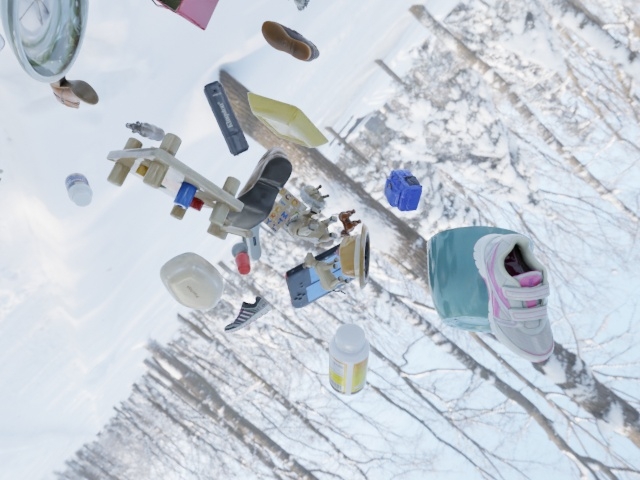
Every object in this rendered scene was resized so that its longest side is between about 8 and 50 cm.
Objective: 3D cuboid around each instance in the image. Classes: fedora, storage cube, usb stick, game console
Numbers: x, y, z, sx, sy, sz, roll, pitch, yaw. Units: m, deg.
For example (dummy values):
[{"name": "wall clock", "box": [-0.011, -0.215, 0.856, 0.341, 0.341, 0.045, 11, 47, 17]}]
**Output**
[{"name": "fedora", "box": [0.098, 0.045, 1.218, 0.194, 0.079, 0.195, 1, 90, -77]}, {"name": "storage cube", "box": [-0.435, -0.817, 1.327, 0.215, 0.183, 0.193, -58, 176, 15]}, {"name": "usb stick", "box": [-0.352, -0.453, 1.580, 0.077, 0.278, 0.045, -23, -172, 1]}, {"name": "game console", "box": [0.027, 0.149, 1.901, 0.386, 0.060, 0.342, -28, 153, -14]}]

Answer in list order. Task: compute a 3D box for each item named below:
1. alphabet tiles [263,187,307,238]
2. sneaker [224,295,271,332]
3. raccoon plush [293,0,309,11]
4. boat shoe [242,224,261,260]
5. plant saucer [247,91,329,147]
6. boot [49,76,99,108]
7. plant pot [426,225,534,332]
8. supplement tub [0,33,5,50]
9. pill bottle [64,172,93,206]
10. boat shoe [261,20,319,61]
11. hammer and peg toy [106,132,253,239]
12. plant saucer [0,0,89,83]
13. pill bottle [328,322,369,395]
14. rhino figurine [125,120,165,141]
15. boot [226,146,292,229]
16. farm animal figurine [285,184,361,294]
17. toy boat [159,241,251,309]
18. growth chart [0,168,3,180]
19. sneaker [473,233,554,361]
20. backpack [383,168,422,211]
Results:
[{"name": "alphabet tiles", "box": [-0.173, -0.127, 1.881, 0.198, 0.237, 0.009, -49, 180, 24]}, {"name": "sneaker", "box": [-0.246, 0.238, 1.376, 0.170, 0.075, 0.063, -31, 176, 2]}, {"name": "raccoon plush", "box": [-0.087, -1.018, 1.500, 0.216, 0.299, 0.447, -42, -163, 50]}, {"name": "boat shoe", "box": [-0.296, -0.024, 1.747, 0.070, 0.220, 0.077, 12, -160, 40]}, {"name": "plant saucer", "box": [-0.167, -0.563, 2.048, 0.081, 0.332, 0.332, -63, 149, -2]}, {"name": "boot", "box": [-0.930, -0.547, 1.609, 0.073, 0.197, 0.152, -59, -172, -31]}, {"name": "plant pot", "box": [0.442, 0.125, 1.189, 0.293, 0.292, 0.235, 143, -39, -61]}, {"name": "supplement tub", "box": [-0.853, -0.445, 0.835, 0.228, 0.316, 0.228, -22, -134, 25]}, {"name": "pill bottle", "box": [-0.739, -0.154, 1.295, 0.067, 0.067, 0.120, -48, -131, 4]}, {"name": "boat shoe", "box": [-0.095, -0.631, 1.345, 0.073, 0.207, 0.073, -36, 160, -49]}, {"name": "hammer and peg toy", "box": [-0.313, -0.121, 1.054, 0.265, 0.361, 0.128, 8, -109, 42]}, {"name": "plant saucer", "box": [-0.757, -0.639, 1.139, 0.400, 0.100, 0.401, -165, -90, -79]}, {"name": "pill bottle", "box": [0.083, 0.348, 1.243, 0.117, 0.117, 0.215, -56, 153, -49]}, {"name": "rhino figurine", "box": [-0.808, -0.510, 1.950, 0.243, 0.106, 0.073, -16, 123, -79]}, {"name": "boot", "box": [-0.193, -0.151, 1.289, 0.305, 0.112, 0.115, -49, -147, 21]}, {"name": "farm animal figurine", "box": [0.000, 0.000, 1.590, 0.172, 0.326, 0.330, -23, -141, 44]}, {"name": "toy boat", "box": [-0.402, 0.117, 1.544, 0.318, 0.268, 0.148, -24, -139, -2]}, {"name": "growth chart", "box": [-1.107, -0.130, 1.367, 0.171, 0.021, 0.237, -21, -126, 14]}, {"name": "sneaker", "box": [0.366, 0.100, 0.782, 0.102, 0.252, 0.111, -17, 169, -5]}, {"name": "backpack", "box": [0.240, -0.159, 1.267, 0.120, 0.101, 0.098, -105, -160, -45]}]
